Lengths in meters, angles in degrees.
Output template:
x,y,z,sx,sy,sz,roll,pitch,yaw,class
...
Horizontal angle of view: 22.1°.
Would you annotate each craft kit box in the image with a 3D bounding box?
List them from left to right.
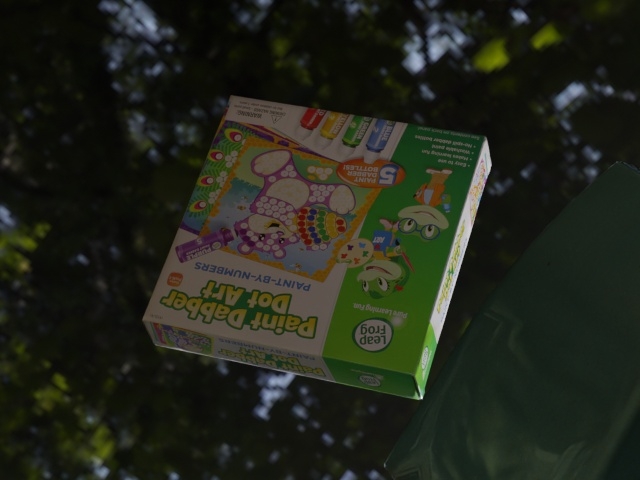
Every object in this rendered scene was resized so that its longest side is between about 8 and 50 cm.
x,y,z,sx,sy,sz,roll,pitch,yaw,class
0.000,0.000,1.445,0.250,0.061,0.247,10,-116,16,craft kit box

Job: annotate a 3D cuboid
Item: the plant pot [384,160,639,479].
x,y,z,sx,sy,sz,roll,pitch,yaw,class
0.184,0.086,0.957,0.165,0.165,0.234,43,-68,53,plant pot
